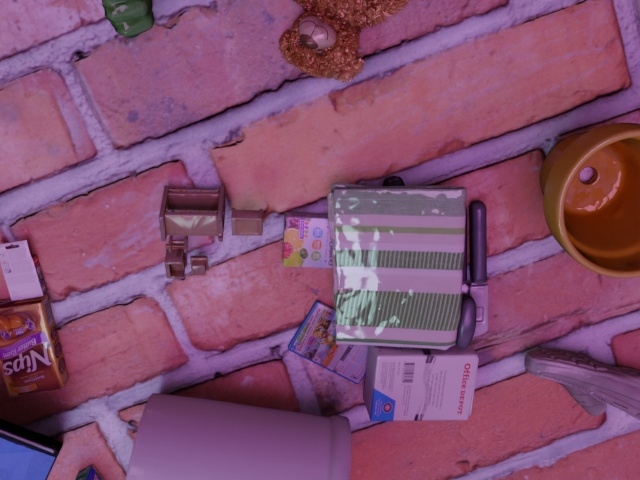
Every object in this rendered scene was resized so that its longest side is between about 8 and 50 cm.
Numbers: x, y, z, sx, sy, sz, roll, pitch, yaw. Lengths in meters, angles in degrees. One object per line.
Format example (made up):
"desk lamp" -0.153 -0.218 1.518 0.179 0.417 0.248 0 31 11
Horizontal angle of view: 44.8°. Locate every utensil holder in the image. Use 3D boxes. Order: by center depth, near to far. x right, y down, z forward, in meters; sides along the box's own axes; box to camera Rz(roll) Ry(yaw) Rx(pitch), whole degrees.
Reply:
"utensil holder" -0.159 0.468 1.470 0.385 0.327 0.327 11 107 -5

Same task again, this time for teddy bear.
"teddy bear" 0.037 -0.436 1.292 0.245 0.113 0.338 37 103 -11

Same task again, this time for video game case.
"video game case" 0.035 0.205 1.552 0.166 0.015 0.119 28 105 -12

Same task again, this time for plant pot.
"plant pot" 0.501 -0.091 1.360 0.254 0.239 0.254 -1 109 -2

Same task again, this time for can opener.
"can opener" 0.288 0.064 1.484 0.074 0.093 0.280 -3 104 -1

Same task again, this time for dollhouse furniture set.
"dollhouse furniture set" -0.198 -0.015 1.447 0.182 0.101 0.161 1 133 -4

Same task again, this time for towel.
"towel" 0.139 0.052 1.432 0.248 0.038 0.325 2 113 11

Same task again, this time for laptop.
"laptop" -0.723 0.429 1.481 0.382 0.408 0.236 24 72 -11

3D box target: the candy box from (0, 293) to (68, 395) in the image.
"candy box" -0.566 0.203 1.503 0.109 0.053 0.186 -8 110 -1

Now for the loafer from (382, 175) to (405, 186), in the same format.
"loafer" 0.177 -0.022 1.458 0.078 0.076 0.223 -24 106 -10

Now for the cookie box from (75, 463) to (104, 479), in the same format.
"cookie box" -0.468 0.528 1.585 0.040 0.107 0.092 -28 108 5

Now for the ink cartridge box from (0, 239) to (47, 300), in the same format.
"ink cartridge box" -0.564 0.053 1.465 0.063 0.029 0.115 -9 107 1

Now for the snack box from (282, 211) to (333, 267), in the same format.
"snack box" 0.000 0.000 1.470 0.141 0.037 0.100 2 110 -4

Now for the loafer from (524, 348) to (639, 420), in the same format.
"loafer" 0.552 0.298 1.558 0.319 0.112 0.111 17 98 -9

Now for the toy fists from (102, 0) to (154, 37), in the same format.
"toy fists" -0.312 -0.469 1.246 0.096 0.142 0.279 1 109 -3

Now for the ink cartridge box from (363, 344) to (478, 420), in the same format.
"ink cartridge box" 0.196 0.274 1.538 0.203 0.086 0.148 2 109 -9
